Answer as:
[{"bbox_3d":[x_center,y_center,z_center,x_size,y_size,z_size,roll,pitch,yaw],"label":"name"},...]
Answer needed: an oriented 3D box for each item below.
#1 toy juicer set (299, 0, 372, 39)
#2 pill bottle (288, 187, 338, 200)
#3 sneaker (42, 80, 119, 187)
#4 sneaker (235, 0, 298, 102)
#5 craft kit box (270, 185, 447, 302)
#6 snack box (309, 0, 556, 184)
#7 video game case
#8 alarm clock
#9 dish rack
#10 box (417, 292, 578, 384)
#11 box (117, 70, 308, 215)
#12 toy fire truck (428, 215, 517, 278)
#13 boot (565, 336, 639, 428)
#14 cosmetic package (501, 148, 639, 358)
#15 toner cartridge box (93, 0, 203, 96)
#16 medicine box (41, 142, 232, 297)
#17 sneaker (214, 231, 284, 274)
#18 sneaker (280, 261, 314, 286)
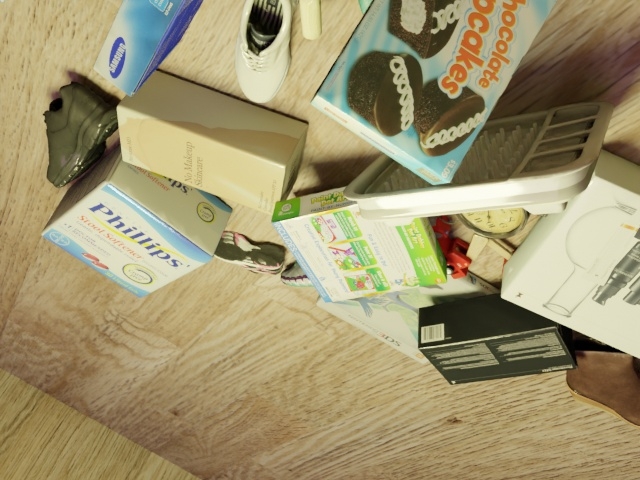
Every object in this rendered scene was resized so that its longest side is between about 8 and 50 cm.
[{"bbox_3d":[0.096,-0.314,0.904,0.329,0.089,0.209,22,155,-11],"label":"toy juicer set"},{"bbox_3d":[0.008,-0.052,1.240,0.152,0.086,0.086,-11,130,35],"label":"pill bottle"},{"bbox_3d":[-0.502,-0.215,1.318,0.130,0.109,0.286,44,131,-8],"label":"sneaker"},{"bbox_3d":[-0.094,-0.305,0.996,0.094,0.091,0.258,21,141,4],"label":"sneaker"},{"bbox_3d":[0.076,0.005,1.163,0.247,0.060,0.249,-9,138,22],"label":"craft kit box"},{"bbox_3d":[0.150,-0.250,0.777,0.187,0.321,0.060,31,176,-10],"label":"snack box"},{"bbox_3d":[0.183,0.130,1.398,0.300,0.036,0.329,29,141,-7],"label":"video game case"},{"bbox_3d":[0.276,-0.064,1.104,0.192,0.064,0.129,-19,118,47],"label":"alarm clock"},{"bbox_3d":[0.226,-0.101,0.911,0.333,0.285,0.072,-4,116,32],"label":"dish rack"},{"bbox_3d":[0.346,0.191,1.280,0.261,0.103,0.184,-14,138,26],"label":"box"},{"bbox_3d":[-0.193,-0.175,1.172,0.311,0.121,0.148,19,142,6],"label":"box"},{"bbox_3d":[0.279,0.016,1.210,0.135,0.047,0.192,-23,122,42],"label":"toy fire truck"},{"bbox_3d":[0.623,0.287,1.309,0.249,0.090,0.206,6,140,26],"label":"boot"},{"bbox_3d":[0.531,0.052,1.052,0.377,0.097,0.284,23,134,0],"label":"cosmetic package"},{"bbox_3d":[-0.204,-0.369,0.923,0.075,0.165,0.348,37,139,-13],"label":"toner cartridge box"},{"bbox_3d":[-0.386,-0.040,1.374,0.263,0.149,0.289,39,136,-27],"label":"medicine box"},{"bbox_3d":[-0.165,0.041,1.451,0.178,0.072,0.077,19,152,15],"label":"sneaker"},{"bbox_3d":[-0.005,0.050,1.395,0.083,0.098,0.224,-1,-179,-41],"label":"sneaker"}]
